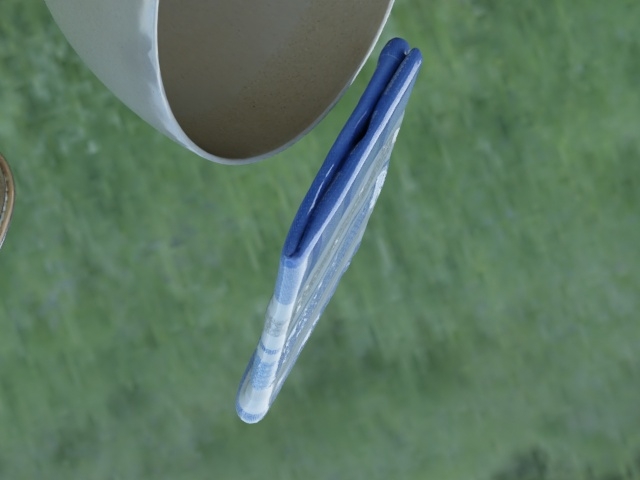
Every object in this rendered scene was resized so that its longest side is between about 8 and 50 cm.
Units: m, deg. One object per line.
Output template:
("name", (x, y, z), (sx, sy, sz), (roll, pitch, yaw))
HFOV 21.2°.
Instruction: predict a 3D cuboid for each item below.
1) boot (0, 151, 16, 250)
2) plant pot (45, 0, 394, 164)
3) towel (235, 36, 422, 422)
("boot", (-0.305, 0.042, 1.037), (0.305, 0.112, 0.115), (-46, 170, -14))
("plant pot", (-0.089, -0.217, 1.149), (0.191, 0.284, 0.284), (25, -153, 28))
("towel", (0.000, 0.000, 1.253), (0.209, 0.034, 0.285), (-61, 174, -28))
